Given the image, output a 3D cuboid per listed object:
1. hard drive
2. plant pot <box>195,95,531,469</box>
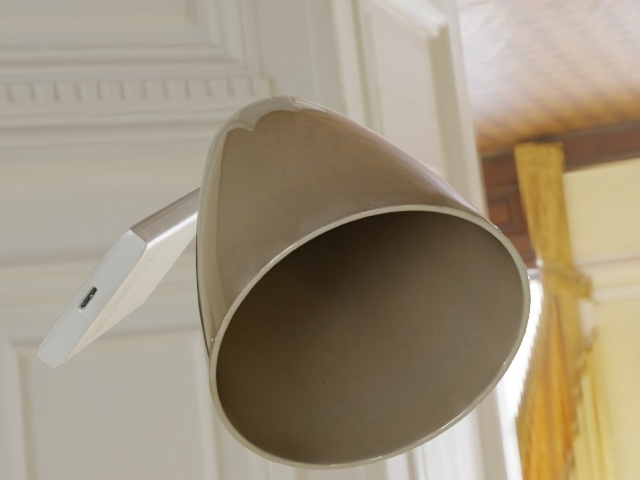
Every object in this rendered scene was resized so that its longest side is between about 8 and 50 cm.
[{"bbox_3d":[-0.242,0.040,1.638,0.203,0.040,0.307,-52,179,16],"label":"hard drive"},{"bbox_3d":[0.000,0.000,1.048,0.256,0.274,0.256,-11,130,-14],"label":"plant pot"}]
